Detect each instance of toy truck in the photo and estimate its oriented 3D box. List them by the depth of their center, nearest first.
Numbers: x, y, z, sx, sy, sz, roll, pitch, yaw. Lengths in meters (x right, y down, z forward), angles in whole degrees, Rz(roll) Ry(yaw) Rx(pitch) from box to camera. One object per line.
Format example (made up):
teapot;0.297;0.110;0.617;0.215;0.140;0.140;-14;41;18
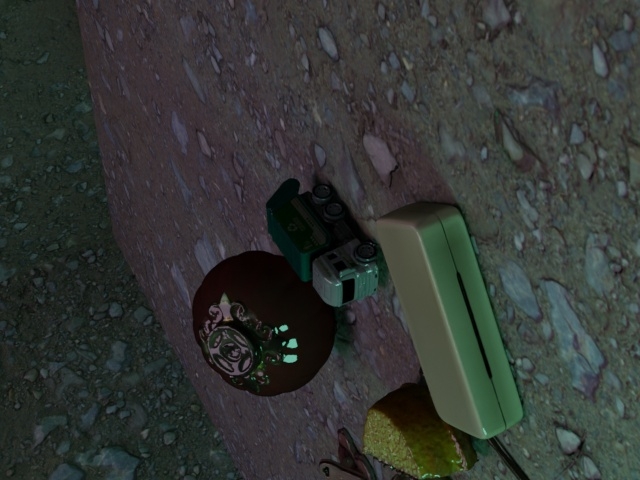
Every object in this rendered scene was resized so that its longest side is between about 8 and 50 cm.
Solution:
toy truck;0.000;0.000;1.627;0.253;0.124;0.114;55;159;34

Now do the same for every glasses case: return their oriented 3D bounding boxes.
glasses case;0.184;0.113;1.341;0.144;0.076;0.336;13;124;67

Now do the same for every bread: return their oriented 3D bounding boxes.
bread;0.154;0.311;1.569;0.260;0.129;0.134;-7;99;68

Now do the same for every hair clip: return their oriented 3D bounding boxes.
hair clip;0.077;0.506;2.123;0.138;0.102;0.123;13;133;26

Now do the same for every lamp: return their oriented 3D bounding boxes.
lamp;-0.116;0.166;1.884;0.303;0.257;0.303;12;119;24

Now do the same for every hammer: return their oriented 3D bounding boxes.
hammer;0.248;0.292;1.459;0.292;0.029;0.058;51;157;31

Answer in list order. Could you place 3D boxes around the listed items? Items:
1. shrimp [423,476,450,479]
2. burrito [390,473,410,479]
shrimp;0.185;0.544;1.724;0.145;0.061;0.267;45;118;30
burrito;0.214;0.564;1.777;0.275;0.059;0.082;46;120;40
